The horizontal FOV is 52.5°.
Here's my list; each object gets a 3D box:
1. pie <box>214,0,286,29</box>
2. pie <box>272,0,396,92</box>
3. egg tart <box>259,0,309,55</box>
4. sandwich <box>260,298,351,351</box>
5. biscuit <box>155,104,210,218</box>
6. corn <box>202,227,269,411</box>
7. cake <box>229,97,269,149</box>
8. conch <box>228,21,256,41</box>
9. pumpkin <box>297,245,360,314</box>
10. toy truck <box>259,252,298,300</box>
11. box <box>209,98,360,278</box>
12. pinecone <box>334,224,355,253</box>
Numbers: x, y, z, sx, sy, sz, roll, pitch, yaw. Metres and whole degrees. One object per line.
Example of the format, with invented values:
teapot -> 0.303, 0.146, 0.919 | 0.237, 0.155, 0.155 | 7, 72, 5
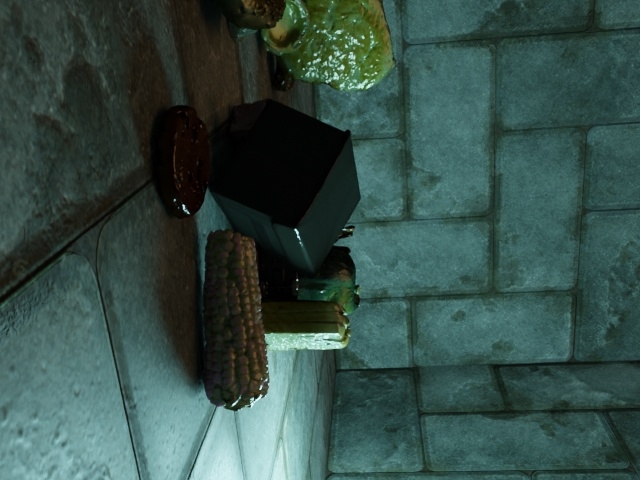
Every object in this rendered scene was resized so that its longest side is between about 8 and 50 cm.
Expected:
pie -> -0.167, -0.615, 1.417 | 0.296, 0.078, 0.370 | 35, 47, -58
pie -> 0.036, -0.676, 2.116 | 0.180, 0.419, 0.395 | -87, 173, -53
egg tart -> -0.118, -0.660, 1.954 | 0.078, 0.197, 0.197 | 39, -27, 34
sandwich -> -0.047, 0.222, 1.686 | 0.273, 0.249, 0.095 | 72, 18, -71
biscuit -> -0.226, -0.130, 1.073 | 0.192, 0.050, 0.191 | 1, 90, -79
corn -> -0.167, 0.147, 1.217 | 0.126, 0.127, 0.334 | 43, 41, -82
cake -> -0.144, -0.245, 1.611 | 0.295, 0.116, 0.112 | 72, 16, -68
conch -> -0.175, -0.568, 1.581 | 0.135, 0.102, 0.153 | -24, 113, -69
pumpkin -> -0.013, 0.112, 2.007 | 0.293, 0.264, 0.196 | -44, 133, -75
toy truck -> -0.115, 0.048, 1.819 | 0.114, 0.108, 0.252 | -12, 101, -85
box -> -0.060, -0.105, 1.458 | 0.251, 0.205, 0.345 | -60, 165, -15
pinecone -> 0.000, 0.000, 2.256 | 0.309, 0.244, 0.244 | -53, -171, 19
